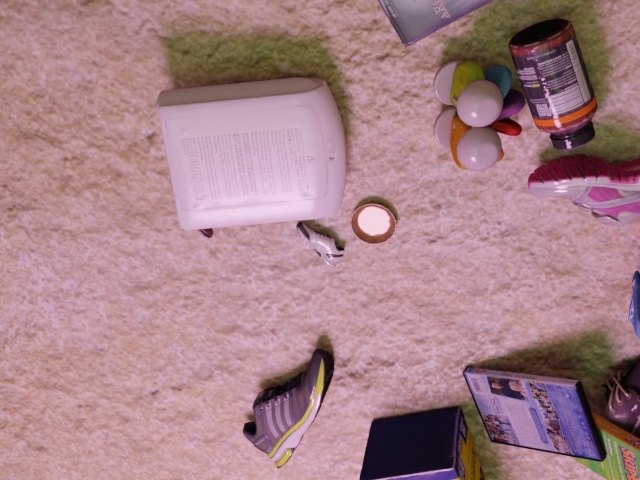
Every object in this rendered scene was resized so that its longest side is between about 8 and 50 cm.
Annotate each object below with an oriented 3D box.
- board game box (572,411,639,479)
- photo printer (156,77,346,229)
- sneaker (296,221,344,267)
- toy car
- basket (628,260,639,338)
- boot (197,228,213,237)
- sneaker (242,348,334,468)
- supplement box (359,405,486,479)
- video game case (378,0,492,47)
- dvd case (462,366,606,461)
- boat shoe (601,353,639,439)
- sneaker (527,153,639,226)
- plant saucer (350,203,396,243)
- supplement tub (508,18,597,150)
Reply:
[{"bbox_3d":[0.528,0.387,1.865,0.259,0.039,0.124,32,142,44],"label":"board game box"},{"bbox_3d":[-0.109,-0.151,1.735,0.308,0.107,0.255,-5,115,5],"label":"photo printer"},{"bbox_3d":[0.000,0.000,1.856,0.044,0.040,0.109,-44,107,11],"label":"sneaker"},{"bbox_3d":[0.266,-0.207,1.629,0.136,0.159,0.181,-10,118,-12],"label":"toy car"},{"bbox_3d":[0.626,0.098,1.634,0.255,0.289,0.201,12,125,1],"label":"basket"},{"bbox_3d":[-0.191,-0.069,1.854,0.114,0.037,0.106,-26,109,18],"label":"boot"},{"bbox_3d":[-0.067,0.328,2.009,0.121,0.111,0.299,28,118,0],"label":"sneaker"},{"bbox_3d":[0.233,0.542,2.014,0.195,0.194,0.356,-13,116,18],"label":"supplement box"},{"bbox_3d":[0.204,-0.450,1.571,0.274,0.026,0.196,-26,111,22],"label":"video game case"},{"bbox_3d":[0.400,0.326,1.891,0.253,0.022,0.180,0,123,45],"label":"dvd case"},{"bbox_3d":[0.586,0.305,1.850,0.130,0.132,0.355,4,119,11],"label":"boat shoe"},{"bbox_3d":[0.474,-0.075,1.679,0.253,0.103,0.111,3,117,10],"label":"sneaker"},{"bbox_3d":[0.097,-0.033,1.827,0.084,0.015,0.083,5,120,8],"label":"plant saucer"},{"bbox_3d":[0.378,-0.245,1.603,0.106,0.106,0.197,-16,115,19],"label":"supplement tub"}]
